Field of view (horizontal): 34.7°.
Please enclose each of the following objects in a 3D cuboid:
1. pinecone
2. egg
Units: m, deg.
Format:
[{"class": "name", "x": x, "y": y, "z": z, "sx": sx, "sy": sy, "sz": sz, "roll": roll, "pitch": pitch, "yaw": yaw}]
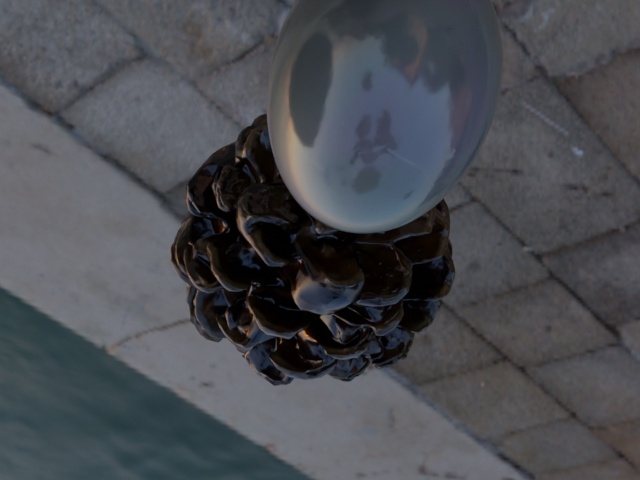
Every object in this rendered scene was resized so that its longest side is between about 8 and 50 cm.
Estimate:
[{"class": "pinecone", "x": -0.010, "y": -0.004, "z": 0.871, "sx": 0.243, "sy": 0.243, "sz": 0.257, "roll": -3, "pitch": 149, "yaw": 18}, {"class": "egg", "x": 0.028, "y": -0.069, "z": 0.461, "sx": 0.103, "sy": 0.135, "sz": 0.103, "roll": 16, "pitch": 177, "yaw": 1}]
